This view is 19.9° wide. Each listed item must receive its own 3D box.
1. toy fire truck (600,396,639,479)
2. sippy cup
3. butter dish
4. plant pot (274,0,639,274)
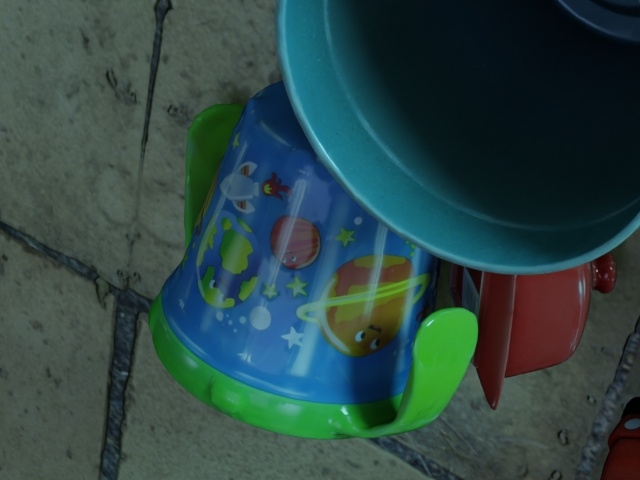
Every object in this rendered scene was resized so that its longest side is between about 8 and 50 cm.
[{"bbox_3d":[0.251,0.259,1.393,0.159,0.246,0.217,0,119,36],"label":"toy fire truck"},{"bbox_3d":[0.000,0.000,1.437,0.306,0.240,0.224,21,119,12],"label":"sippy cup"},{"bbox_3d":[0.168,0.025,1.394,0.118,0.160,0.159,-1,123,-8],"label":"butter dish"},{"bbox_3d":[0.151,-0.158,1.181,0.272,0.255,0.271,19,129,25],"label":"plant pot"}]
